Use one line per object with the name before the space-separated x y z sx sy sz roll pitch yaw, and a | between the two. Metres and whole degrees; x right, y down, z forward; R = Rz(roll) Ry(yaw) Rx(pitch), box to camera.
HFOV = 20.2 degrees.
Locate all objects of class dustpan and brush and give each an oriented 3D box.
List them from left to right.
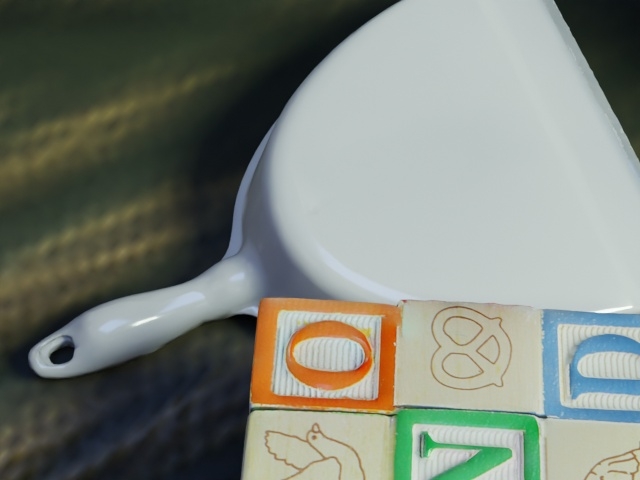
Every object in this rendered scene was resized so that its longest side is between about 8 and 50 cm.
dustpan and brush | 0.000 0.000 0.615 0.211 0.060 0.147 -18 68 -14

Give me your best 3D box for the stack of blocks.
stack of blocks | 0.057 0.157 0.475 0.171 0.087 0.297 2 48 1
